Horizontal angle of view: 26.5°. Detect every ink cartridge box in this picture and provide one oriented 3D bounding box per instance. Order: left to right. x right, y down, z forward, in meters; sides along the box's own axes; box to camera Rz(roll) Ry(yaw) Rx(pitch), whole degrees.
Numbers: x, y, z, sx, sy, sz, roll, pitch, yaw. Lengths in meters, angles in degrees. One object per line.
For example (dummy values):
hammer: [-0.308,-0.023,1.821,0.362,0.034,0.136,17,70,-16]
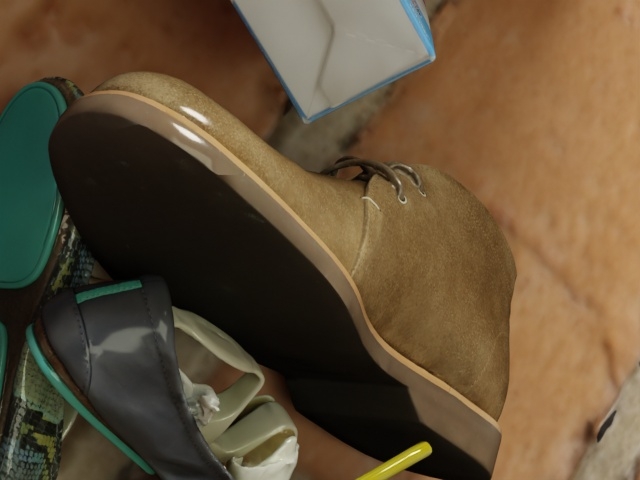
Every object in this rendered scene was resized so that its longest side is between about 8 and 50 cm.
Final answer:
ink cartridge box: [-0.004,-0.134,0.587,0.061,0.181,0.104,-26,111,13]

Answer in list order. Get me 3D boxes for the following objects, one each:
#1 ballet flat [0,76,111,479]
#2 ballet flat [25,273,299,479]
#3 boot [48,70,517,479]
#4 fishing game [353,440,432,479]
ballet flat: [-0.121,0.027,0.578,0.070,0.070,0.188,16,89,-30]
ballet flat: [-0.048,0.083,0.577,0.074,0.074,0.203,-46,137,-18]
boot: [0.000,0.000,0.594,0.305,0.112,0.115,43,60,-47]
fishing game: [0.022,0.223,0.643,0.189,0.041,0.264,-21,123,-27]
